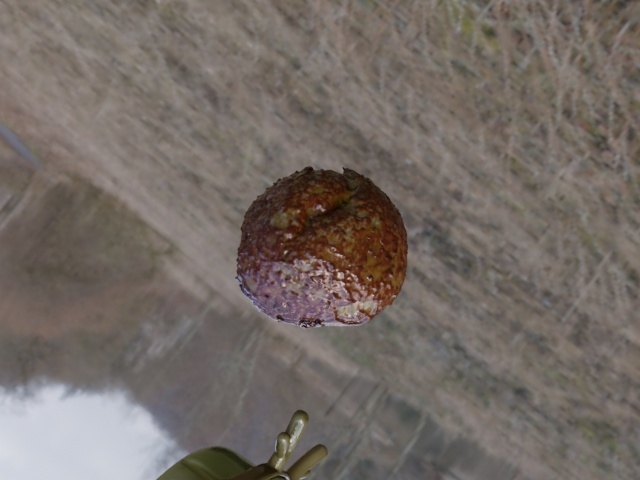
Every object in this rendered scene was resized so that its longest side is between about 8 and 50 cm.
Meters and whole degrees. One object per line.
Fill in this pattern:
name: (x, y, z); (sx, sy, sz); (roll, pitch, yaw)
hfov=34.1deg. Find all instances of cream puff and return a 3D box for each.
cream puff: (0.001, 0.000, 1.353); (0.240, 0.240, 0.164); (33, 145, 42)

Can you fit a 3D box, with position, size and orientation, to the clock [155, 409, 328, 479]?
clock: (-0.108, 0.276, 0.895); (0.096, 0.308, 0.235); (35, 164, 21)
